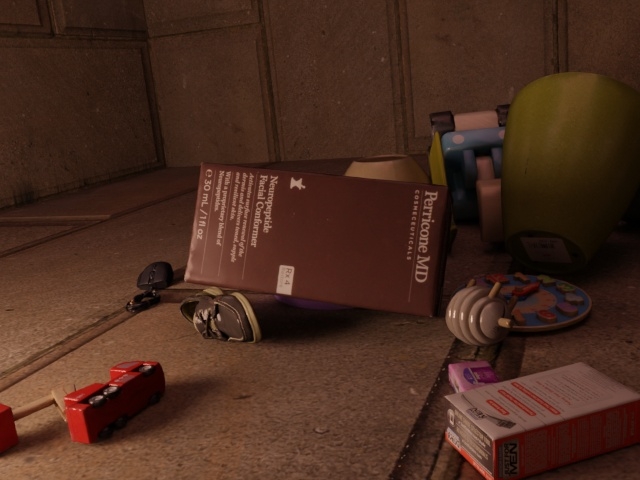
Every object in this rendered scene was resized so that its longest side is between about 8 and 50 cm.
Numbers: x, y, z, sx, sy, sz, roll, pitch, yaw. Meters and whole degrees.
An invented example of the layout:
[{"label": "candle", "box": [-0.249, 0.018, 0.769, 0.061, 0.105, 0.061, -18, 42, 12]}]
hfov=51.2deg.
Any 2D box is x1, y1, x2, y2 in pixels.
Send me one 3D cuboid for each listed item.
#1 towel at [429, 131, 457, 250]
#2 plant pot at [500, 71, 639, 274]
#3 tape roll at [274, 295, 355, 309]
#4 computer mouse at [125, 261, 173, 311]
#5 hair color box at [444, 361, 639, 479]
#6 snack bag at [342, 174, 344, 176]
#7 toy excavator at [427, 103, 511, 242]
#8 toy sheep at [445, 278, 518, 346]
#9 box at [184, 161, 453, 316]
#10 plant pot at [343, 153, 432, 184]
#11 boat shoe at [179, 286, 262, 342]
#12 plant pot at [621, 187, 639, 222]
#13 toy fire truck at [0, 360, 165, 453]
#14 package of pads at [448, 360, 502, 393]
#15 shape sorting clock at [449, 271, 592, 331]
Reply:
[{"label": "towel", "box": [0.258, -0.103, 1.404, 0.021, 0.237, 0.102, -2, -26, -3]}, {"label": "plant pot", "box": [0.433, -0.096, 1.193, 0.275, 0.275, 0.293, 4, 56, 37]}, {"label": "tape roll", "box": [0.044, 0.040, 1.225, 0.275, 0.090, 0.275, -5, 14, 1]}, {"label": "computer mouse", "box": [-0.335, 0.084, 1.306, 0.071, 0.041, 0.242, -6, 14, -2]}, {"label": "hair color box", "box": [0.218, 0.176, 0.658, 0.167, 0.053, 0.093, -8, 15, -16]}, {"label": "snack bag", "box": [-0.022, -0.103, 1.724, 0.323, 0.037, 0.342, -12, -8, -32]}, {"label": "toy excavator", "box": [0.388, -0.130, 1.576, 0.222, 0.445, 0.433, -5, -28, 5]}, {"label": "toy sheep", "box": [0.217, 0.100, 0.901, 0.091, 0.091, 0.132, -10, 1, -17]}, {"label": "box", "box": [0.000, 0.000, 1.022, 0.381, 0.191, 0.143, 6, -4, 13]}, {"label": "plant pot", "box": [0.148, -0.094, 1.529, 0.284, 0.191, 0.284, -6, 13, 1]}, {"label": "boat shoe", "box": [-0.157, 0.119, 1.016, 0.073, 0.080, 0.223, -19, 13, -24]}, {"label": "plant pot", "box": [0.744, -0.162, 1.331, 0.341, 0.341, 0.334, -12, 7, -24]}, {"label": "toy fire truck", "box": [-0.294, 0.196, 0.799, 0.135, 0.047, 0.192, -1, 14, 25]}, {"label": "package of pads", "box": [0.179, 0.166, 0.760, 0.050, 0.032, 0.083, -7, 13, 0]}, {"label": "shape sorting clock", "box": [0.301, 0.089, 1.014, 0.206, 0.040, 0.206, -6, 13, 1]}]
